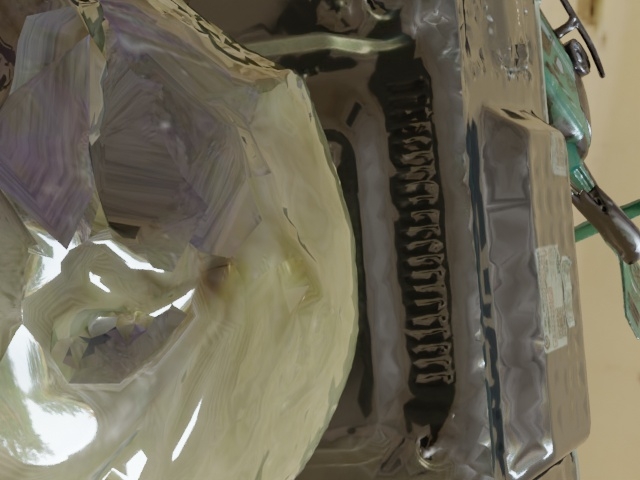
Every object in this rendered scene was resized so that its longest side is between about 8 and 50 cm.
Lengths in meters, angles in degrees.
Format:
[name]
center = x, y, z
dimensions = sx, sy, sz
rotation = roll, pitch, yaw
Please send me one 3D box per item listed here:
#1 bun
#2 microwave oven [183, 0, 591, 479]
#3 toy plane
[bun]
center = -0.100, 0.000, 0.471
dimensions = 0.168, 0.273, 0.273
rotation = -25, -168, 45
[microwave oven]
center = 0.000, 0.000, 0.765
dimensions = 0.237, 0.295, 0.181
rotation = -5, 180, 23
[toy plane]
center = 0.181, -0.097, 1.258
dimensions = 0.106, 0.381, 0.155
rotation = -23, -159, 27
